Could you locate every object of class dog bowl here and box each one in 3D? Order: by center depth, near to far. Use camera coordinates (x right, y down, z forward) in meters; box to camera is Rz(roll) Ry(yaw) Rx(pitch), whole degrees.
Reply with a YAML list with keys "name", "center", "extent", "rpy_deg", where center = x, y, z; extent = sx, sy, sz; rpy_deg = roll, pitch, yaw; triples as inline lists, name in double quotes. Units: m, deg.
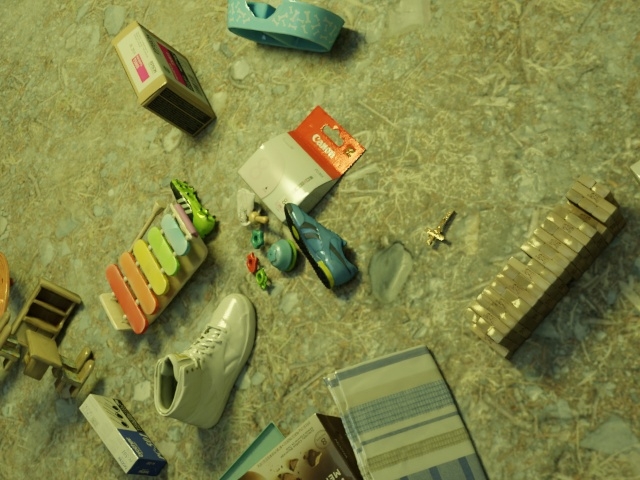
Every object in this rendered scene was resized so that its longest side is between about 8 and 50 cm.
- name: "dog bowl"
  center: [-0.088, -0.488, 1.879]
  extent: [0.297, 0.166, 0.074]
  rpy_deg: [16, 92, 33]

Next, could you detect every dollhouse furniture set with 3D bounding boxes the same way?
- name: "dollhouse furniture set"
  center: [-0.630, 0.211, 1.911]
  extent: [0.161, 0.212, 0.242]
  rpy_deg: [-57, 29, 2]

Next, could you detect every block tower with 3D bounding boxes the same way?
- name: "block tower"
  center: [0.391, 0.048, 1.446]
  extent: [0.335, 0.097, 0.091]
  rpy_deg: [-52, 55, 6]

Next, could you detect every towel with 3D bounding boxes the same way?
- name: "towel"
  center: [0.148, 0.333, 1.471]
  extent: [0.209, 0.034, 0.285]
  rpy_deg: [-16, 62, -12]

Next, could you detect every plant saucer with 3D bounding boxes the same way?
- name: "plant saucer"
  center: [-0.138, 0.451, 1.653]
  extent: [0.192, 0.018, 0.067]
  rpy_deg: [-49, 56, 7]

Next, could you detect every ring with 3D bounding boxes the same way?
- name: "ring"
  center: [-0.851, 0.191, 2.098]
  extent: [0.337, 0.032, 0.336]
  rpy_deg: [-21, 61, 45]

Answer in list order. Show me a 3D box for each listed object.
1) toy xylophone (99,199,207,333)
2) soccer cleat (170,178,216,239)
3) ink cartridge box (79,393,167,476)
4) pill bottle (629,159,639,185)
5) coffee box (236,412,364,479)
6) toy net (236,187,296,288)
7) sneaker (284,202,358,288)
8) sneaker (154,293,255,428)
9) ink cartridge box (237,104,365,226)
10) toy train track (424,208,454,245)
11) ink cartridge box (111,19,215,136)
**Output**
- name: "toy xylophone"
  center: [-0.384, 0.049, 1.878]
  extent: [0.236, 0.081, 0.322]
  rpy_deg: [45, 109, 35]
- name: "soccer cleat"
  center: [-0.307, -0.074, 1.916]
  extent: [0.072, 0.060, 0.179]
  rpy_deg: [-53, 55, 19]
- name: "ink cartridge box"
  center: [-0.425, 0.417, 1.782]
  extent: [0.207, 0.097, 0.046]
  rpy_deg: [41, 95, 34]
- name: "pill bottle"
  center: [0.643, -0.154, 1.341]
  extent: [0.264, 0.146, 0.146]
  rpy_deg: [-34, 59, 16]
- name: "coffee box"
  center: [-0.047, 0.477, 1.529]
  extent: [0.297, 0.119, 0.168]
  rpy_deg: [-42, 58, 11]
- name: "toy net"
  center: [-0.131, -0.012, 1.803]
  extent: [0.122, 0.045, 0.232]
  rpy_deg: [-55, 48, 36]
- name: "sneaker"
  center: [0.000, 0.000, 1.699]
  extent: [0.082, 0.069, 0.209]
  rpy_deg: [-29, 69, -14]
- name: "sneaker"
  center: [-0.239, 0.233, 1.699]
  extent: [0.108, 0.169, 0.292]
  rpy_deg: [9, 76, 34]
- name: "ink cartridge box"
  center: [-0.046, -0.170, 1.800]
  extent: [0.232, 0.066, 0.189]
  rpy_deg: [-50, 56, 11]
- name: "toy train track"
  center: [0.234, -0.025, 1.611]
  extent: [0.048, 0.014, 0.083]
  rpy_deg: [33, 85, 41]
- name: "ink cartridge box"
  center: [-0.373, -0.384, 1.980]
  extent: [0.088, 0.193, 0.234]
  rpy_deg: [-37, 59, 14]
